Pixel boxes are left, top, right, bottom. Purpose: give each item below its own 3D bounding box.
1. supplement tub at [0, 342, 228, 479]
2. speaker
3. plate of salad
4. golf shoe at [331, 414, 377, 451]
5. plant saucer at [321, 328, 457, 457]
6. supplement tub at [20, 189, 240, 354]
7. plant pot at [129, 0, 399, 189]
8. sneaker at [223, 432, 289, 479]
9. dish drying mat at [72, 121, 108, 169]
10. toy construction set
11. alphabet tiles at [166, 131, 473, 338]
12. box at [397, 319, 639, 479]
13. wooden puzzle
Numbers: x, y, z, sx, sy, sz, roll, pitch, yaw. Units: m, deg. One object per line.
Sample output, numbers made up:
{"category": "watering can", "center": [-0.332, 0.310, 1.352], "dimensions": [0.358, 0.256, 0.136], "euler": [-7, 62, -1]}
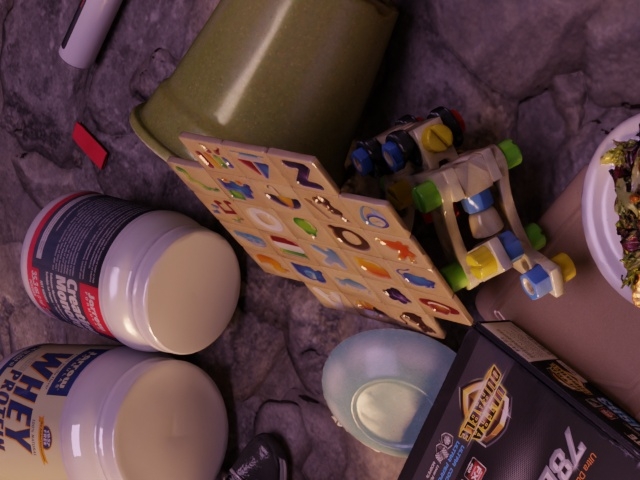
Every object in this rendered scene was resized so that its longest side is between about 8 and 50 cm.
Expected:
{"category": "supplement tub", "center": [-0.310, 0.263, 1.781], "dimensions": [0.324, 0.235, 0.235], "euler": [-4, 94, 44]}
{"category": "speaker", "center": [-0.329, -0.316, 1.831], "dimensions": [0.055, 0.055, 0.136], "euler": [52, 128, 25]}
{"category": "plate of salad", "center": [0.322, -0.024, 1.201], "dimensions": [0.200, 0.048, 0.200], "euler": [13, 107, 48]}
{"category": "golf shoe", "center": [0.098, 0.191, 1.518], "dimensions": [0.086, 0.069, 0.176], "euler": [47, 130, -2]}
{"category": "plant saucer", "center": [0.090, 0.189, 1.457], "dimensions": [0.195, 0.037, 0.195], "euler": [9, 125, 14]}
{"category": "supplement tub", "center": [-0.261, 0.043, 1.730], "dimensions": [0.272, 0.191, 0.191], "euler": [14, 106, 42]}
{"category": "plant pot", "center": [-0.045, -0.196, 1.463], "dimensions": [0.276, 0.276, 0.254], "euler": [38, 110, 33]}
{"category": "sneaker", "center": [-0.128, 0.366, 1.696], "dimensions": [0.086, 0.132, 0.229], "euler": [37, 121, 33]}
{"category": "dish drying mat", "center": [-0.346, -0.143, 1.907], "dimensions": [0.083, 0.008, 0.032], "euler": [44, 125, 29]}
{"category": "toy construction set", "center": [0.125, -0.027, 1.382], "dimensions": [0.327, 0.151, 0.215], "euler": [-13, 106, 60]}
{"category": "alphabet tiles", "center": [0.000, 0.000, 1.328], "dimensions": [0.285, 0.342, 0.011], "euler": [13, 65, 36]}
{"category": "box", "center": [0.218, 0.282, 1.322], "dimensions": [0.293, 0.073, 0.296], "euler": [42, 118, 38]}
{"category": "wooden puzzle", "center": [0.289, 0.076, 1.323], "dimensions": [0.239, 0.044, 0.221], "euler": [56, 130, 27]}
